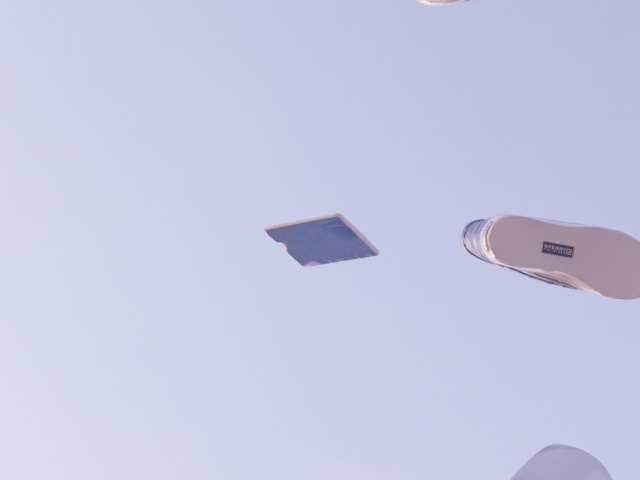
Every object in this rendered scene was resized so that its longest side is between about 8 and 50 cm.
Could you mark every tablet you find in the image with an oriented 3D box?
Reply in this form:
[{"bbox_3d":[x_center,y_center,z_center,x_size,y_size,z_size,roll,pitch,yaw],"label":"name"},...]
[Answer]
[{"bbox_3d":[0.000,0.000,0.945,0.083,0.006,0.054,-11,-43,43],"label":"tablet"}]

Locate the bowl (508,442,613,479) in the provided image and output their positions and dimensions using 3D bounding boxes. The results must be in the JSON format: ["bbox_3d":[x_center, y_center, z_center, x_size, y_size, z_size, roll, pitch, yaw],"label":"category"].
[{"bbox_3d":[0.172,0.222,0.855,0.053,0.142,0.142,-5,-78,34],"label":"bowl"}]

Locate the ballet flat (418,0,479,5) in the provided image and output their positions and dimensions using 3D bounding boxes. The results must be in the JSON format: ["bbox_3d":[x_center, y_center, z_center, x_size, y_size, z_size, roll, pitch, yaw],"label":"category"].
[{"bbox_3d":[-0.047,-0.265,0.550,0.400,0.139,0.139,54,-49,17],"label":"ballet flat"}]

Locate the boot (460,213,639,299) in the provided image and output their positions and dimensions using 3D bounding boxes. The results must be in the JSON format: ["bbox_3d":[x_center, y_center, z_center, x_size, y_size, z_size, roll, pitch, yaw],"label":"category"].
[{"bbox_3d":[0.238,0.011,1.228,0.190,0.086,0.069,17,-92,-13],"label":"boot"}]
